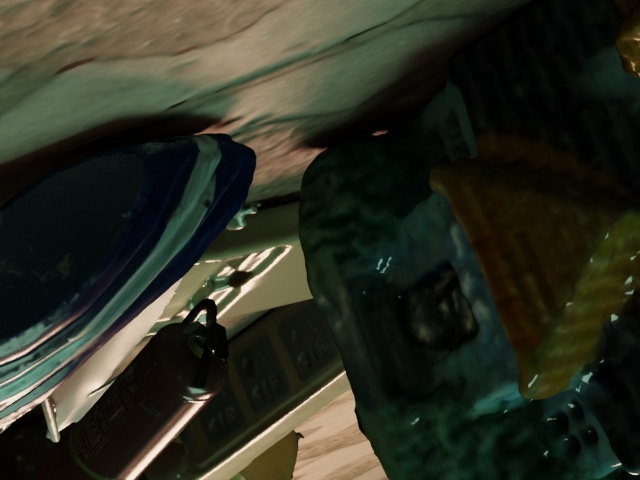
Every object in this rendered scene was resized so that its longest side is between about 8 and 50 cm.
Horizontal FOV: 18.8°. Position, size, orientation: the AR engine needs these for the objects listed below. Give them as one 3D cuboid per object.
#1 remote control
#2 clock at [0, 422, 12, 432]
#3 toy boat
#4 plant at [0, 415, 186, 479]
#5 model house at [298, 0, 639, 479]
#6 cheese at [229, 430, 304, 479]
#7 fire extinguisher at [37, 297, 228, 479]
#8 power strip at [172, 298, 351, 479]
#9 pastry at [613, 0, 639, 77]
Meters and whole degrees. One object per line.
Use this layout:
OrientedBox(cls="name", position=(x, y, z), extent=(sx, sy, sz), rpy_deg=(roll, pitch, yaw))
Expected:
OrientedBox(cls="remote control", position=(0.000, 0.000, 1.171), extent=(0.285, 0.038, 0.123), rpy_deg=(-13, 162, -35))
OrientedBox(cls="clock", position=(-0.243, 0.095, 1.003), extent=(0.162, 0.092, 0.166), rpy_deg=(-38, 169, 15))
OrientedBox(cls="toy boat", position=(-0.113, 0.053, 0.969), extent=(0.220, 0.067, 0.291), rpy_deg=(-42, 164, -15))
OrientedBox(cls="plant", position=(-0.177, 0.187, 1.389), extent=(0.203, 0.142, 0.131), rpy_deg=(3, 142, -46))
OrientedBox(cls="model house", position=(0.151, 0.009, 0.956), extent=(0.226, 0.261, 0.241), rpy_deg=(-18, 167, -27))
OrientedBox(cls="cheese", position=(-0.109, 0.192, 1.589), extent=(0.167, 0.094, 0.123), rpy_deg=(-30, -158, 28))
OrientedBox(cls="fire extinguisher", position=(-0.088, 0.080, 0.991), extent=(0.045, 0.078, 0.157), rpy_deg=(29, 126, -18))
OrientedBox(cls="power strip", position=(-0.040, 0.106, 1.413), extent=(0.048, 0.080, 0.286), rpy_deg=(-9, 160, -45))
OrientedBox(cls="pastry", position=(0.186, -0.142, 0.770), extent=(0.189, 0.103, 0.189), rpy_deg=(-23, 167, -6))
